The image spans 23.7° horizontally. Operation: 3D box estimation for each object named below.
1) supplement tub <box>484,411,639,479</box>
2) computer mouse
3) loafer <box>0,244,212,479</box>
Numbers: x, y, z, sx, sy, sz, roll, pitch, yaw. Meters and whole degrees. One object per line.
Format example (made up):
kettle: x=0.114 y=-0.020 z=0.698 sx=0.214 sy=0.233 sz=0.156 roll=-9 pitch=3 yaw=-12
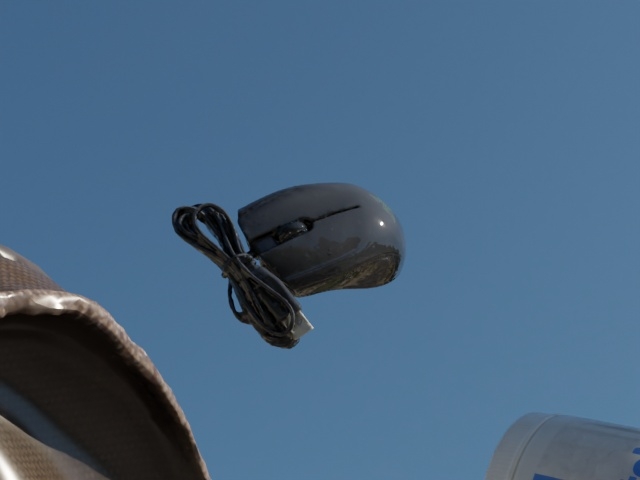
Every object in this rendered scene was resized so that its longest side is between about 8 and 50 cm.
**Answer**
supplement tub: x=0.120 y=0.104 z=0.556 sx=0.107 sy=0.071 sz=0.071 roll=7 pitch=-23 yaw=36
computer mouse: x=0.000 y=0.000 z=1.548 sx=0.272 sy=0.188 sz=0.072 roll=-15 pitch=-34 yaw=-48
loafer: x=-0.032 y=0.171 z=0.342 sx=0.134 sy=0.366 sz=0.130 roll=-19 pitch=5 yaw=-41
